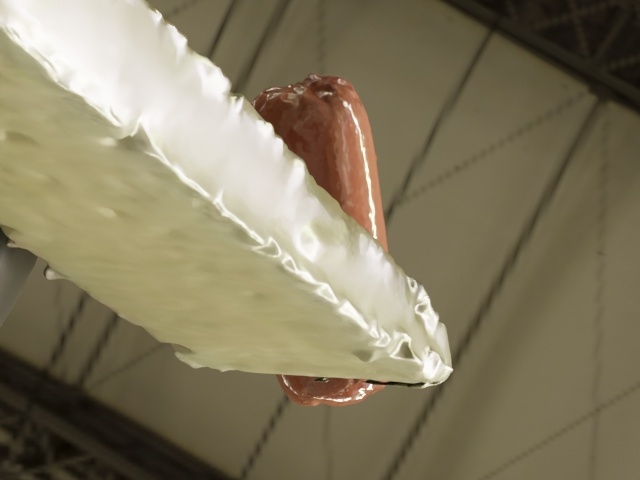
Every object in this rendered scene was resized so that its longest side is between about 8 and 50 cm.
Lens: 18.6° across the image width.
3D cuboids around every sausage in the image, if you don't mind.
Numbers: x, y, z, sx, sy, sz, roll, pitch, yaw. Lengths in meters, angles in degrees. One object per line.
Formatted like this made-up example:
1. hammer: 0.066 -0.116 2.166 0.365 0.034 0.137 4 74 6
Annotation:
1. sausage: 0.000 0.000 0.911 0.062 0.062 0.154 0 -74 27

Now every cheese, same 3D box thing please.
1. cheese: -0.068 -0.037 0.370 0.085 0.400 0.034 9 -106 24

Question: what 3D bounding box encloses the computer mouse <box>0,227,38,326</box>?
1. computer mouse: -0.152 0.008 0.449 0.116 0.323 0.183 31 -55 13
